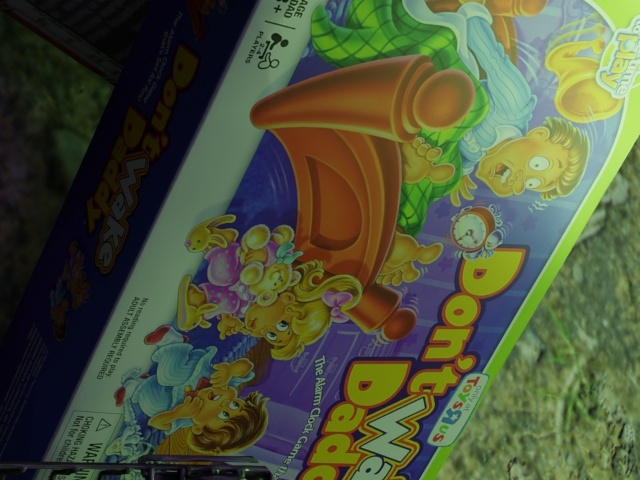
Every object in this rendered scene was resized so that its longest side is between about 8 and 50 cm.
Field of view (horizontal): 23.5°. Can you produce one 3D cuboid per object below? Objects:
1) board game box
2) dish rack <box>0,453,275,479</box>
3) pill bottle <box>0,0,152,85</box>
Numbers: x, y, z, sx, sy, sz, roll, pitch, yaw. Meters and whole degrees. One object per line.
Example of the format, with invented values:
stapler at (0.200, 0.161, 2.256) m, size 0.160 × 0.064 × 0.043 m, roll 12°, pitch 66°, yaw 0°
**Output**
board game box at (0.000, 0.000, 0.732) m, size 0.233 × 0.078 × 0.347 m, roll 10°, pitch 118°, yaw -36°
dish rack at (-0.140, 0.180, 0.637) m, size 0.272 × 0.074 × 0.208 m, roll 4°, pitch 88°, yaw -22°
pill bottle at (-0.092, -0.193, 0.760) m, size 0.363 × 0.210 × 0.210 m, roll 34°, pitch 61°, yaw -28°
